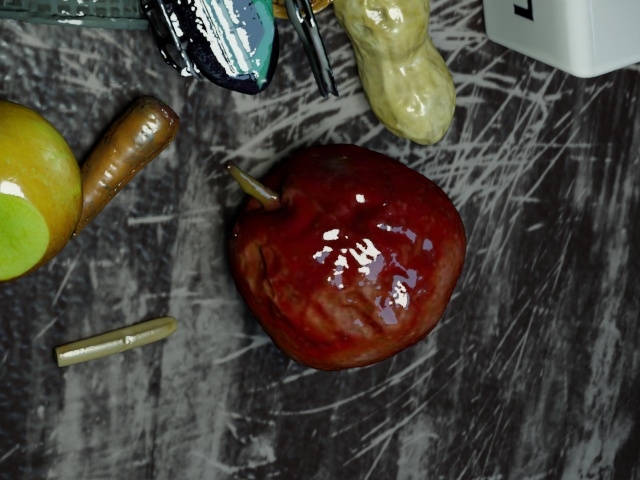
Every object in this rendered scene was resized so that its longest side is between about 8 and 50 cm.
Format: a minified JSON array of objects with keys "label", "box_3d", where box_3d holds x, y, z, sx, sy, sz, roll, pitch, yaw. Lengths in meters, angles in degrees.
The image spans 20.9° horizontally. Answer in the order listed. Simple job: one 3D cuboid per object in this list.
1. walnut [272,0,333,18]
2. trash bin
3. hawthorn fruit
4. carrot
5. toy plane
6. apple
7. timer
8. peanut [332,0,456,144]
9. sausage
[{"label":"walnut","box_3d":[-0.041,-0.265,1.680,0.121,0.052,0.091,26,93,-23]},{"label":"trash bin","box_3d":[-0.235,-0.269,1.519,0.175,0.175,0.161,-1,97,-29]},{"label":"hawthorn fruit","box_3d":[0.000,0.000,1.734,0.266,0.210,0.230,35,104,-21]},{"label":"carrot","box_3d":[-0.202,-0.072,1.675,0.161,0.055,0.055,-47,125,4]},{"label":"toy plane","box_3d":[-0.102,-0.280,1.584,0.155,0.106,0.381,-25,105,-12]},{"label":"apple","box_3d":[-0.300,-0.048,1.570,0.163,0.146,0.147,-24,129,3]},{"label":"timer","box_3d":[0.283,-0.298,1.764,0.192,0.194,0.195,-19,118,-21]},{"label":"peanut","box_3d":[0.074,-0.201,1.741,0.098,0.103,0.229,-9,120,23]},{"label":"sausage","box_3d":[-0.206,0.102,1.758,0.132,0.024,0.024,-15,116,-22]}]
